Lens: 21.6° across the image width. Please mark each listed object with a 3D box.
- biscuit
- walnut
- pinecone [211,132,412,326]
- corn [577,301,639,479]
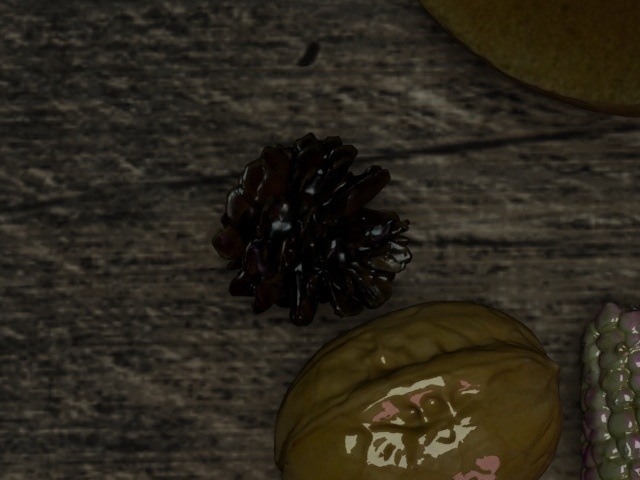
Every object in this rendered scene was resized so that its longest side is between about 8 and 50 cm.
[{"bbox_3d":[0.175,-0.248,1.131,0.343,0.057,0.287,38,108,31],"label":"biscuit"},{"bbox_3d":[0.067,0.124,1.152,0.206,0.159,0.159,-21,87,5],"label":"walnut"},{"bbox_3d":[-0.001,-0.001,1.162,0.120,0.140,0.140,25,88,33],"label":"pinecone"},{"bbox_3d":[0.238,0.207,1.163,0.126,0.126,0.335,-10,86,0],"label":"corn"}]
